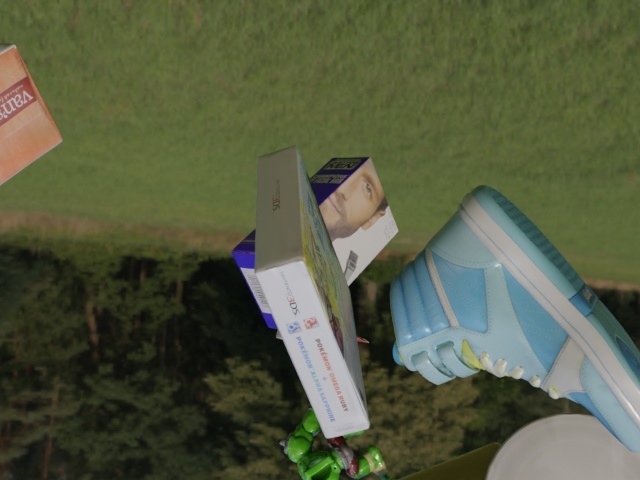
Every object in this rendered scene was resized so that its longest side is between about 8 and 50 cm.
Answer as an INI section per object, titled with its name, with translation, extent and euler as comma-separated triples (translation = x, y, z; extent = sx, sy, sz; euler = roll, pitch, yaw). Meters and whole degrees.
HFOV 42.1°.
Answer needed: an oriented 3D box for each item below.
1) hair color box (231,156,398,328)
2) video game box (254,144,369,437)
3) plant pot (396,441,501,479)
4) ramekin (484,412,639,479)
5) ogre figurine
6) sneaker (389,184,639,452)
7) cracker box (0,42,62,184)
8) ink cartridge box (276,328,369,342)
[hair color box]
translation = 0.000, 0.000, 1.609
extent = 0.110, 0.185, 0.339
euler = 2, -144, 40
[video game box]
translation = -0.009, 0.040, 0.751
extent = 0.048, 0.187, 0.205
euler = -15, -149, 5
[plant pot]
translation = 0.257, 0.496, 1.407
extent = 0.212, 0.212, 0.187
euler = -22, 178, 4
[ramekin]
translation = 0.376, 0.399, 1.234
extent = 0.273, 0.273, 0.127
euler = 4, 159, 10
[ogre figurine]
translation = 0.022, 0.322, 1.225
extent = 0.118, 0.197, 0.097
euler = -27, 175, -21
[sneaker]
translation = 0.201, 0.122, 0.878
extent = 0.208, 0.319, 0.127
euler = -42, 161, 19
[cracker box]
translation = -0.286, -0.056, 0.481
extent = 0.232, 0.067, 0.156
euler = 13, -135, 35
[ink cartridge box]
translation = 0.004, 0.127, 1.067
extent = 0.063, 0.029, 0.115
euler = 3, 164, 40
